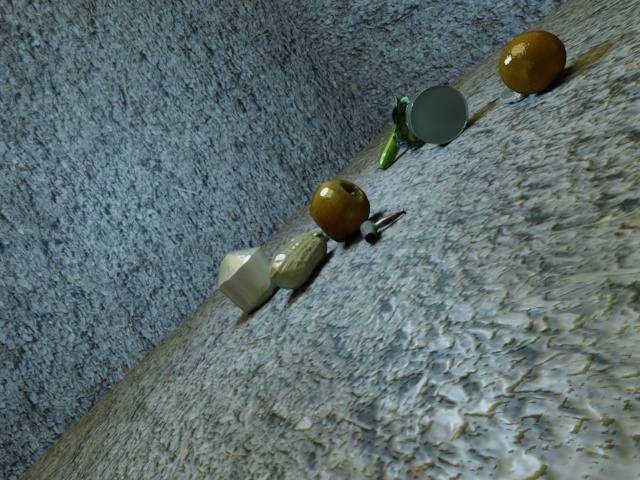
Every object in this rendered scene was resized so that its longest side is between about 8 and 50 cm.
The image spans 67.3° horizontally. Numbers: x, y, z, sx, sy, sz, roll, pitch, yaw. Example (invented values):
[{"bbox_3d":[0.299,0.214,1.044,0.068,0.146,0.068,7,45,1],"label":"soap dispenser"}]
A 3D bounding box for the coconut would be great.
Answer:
[{"bbox_3d":[-0.307,0.148,1.982,0.239,0.244,0.239,-39,9,7],"label":"coconut"}]

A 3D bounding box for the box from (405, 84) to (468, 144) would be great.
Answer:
[{"bbox_3d":[0.462,-0.503,1.931,0.226,0.226,0.149,-39,10,11],"label":"box"}]

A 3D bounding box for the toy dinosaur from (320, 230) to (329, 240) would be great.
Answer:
[{"bbox_3d":[0.002,0.003,2.054,0.187,0.044,0.106,-53,-5,6],"label":"toy dinosaur"}]

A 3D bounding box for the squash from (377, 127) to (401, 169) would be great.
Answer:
[{"bbox_3d":[0.378,-0.496,2.491,0.292,0.082,0.082,-63,9,2],"label":"squash"}]

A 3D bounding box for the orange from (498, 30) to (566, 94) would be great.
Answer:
[{"bbox_3d":[0.662,-0.556,1.501,0.206,0.206,0.206,-40,9,8],"label":"orange"}]

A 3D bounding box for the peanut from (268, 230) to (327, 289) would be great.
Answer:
[{"bbox_3d":[-0.075,0.070,1.736,0.152,0.152,0.313,-33,13,41],"label":"peanut"}]

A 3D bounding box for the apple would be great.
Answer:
[{"bbox_3d":[0.069,-0.102,1.744,0.207,0.237,0.237,-59,1,27],"label":"apple"}]

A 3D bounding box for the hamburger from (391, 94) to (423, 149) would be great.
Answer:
[{"bbox_3d":[0.434,-0.568,2.298,0.150,0.260,0.276,-3,11,26],"label":"hamburger"}]

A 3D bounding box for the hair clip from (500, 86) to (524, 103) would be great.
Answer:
[{"bbox_3d":[0.710,-0.543,1.693,0.220,0.054,0.140,-48,18,-20],"label":"hair clip"}]

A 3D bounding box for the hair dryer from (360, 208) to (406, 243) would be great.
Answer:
[{"bbox_3d":[0.197,-0.055,1.507,0.154,0.054,0.106,-36,15,8],"label":"hair dryer"}]
